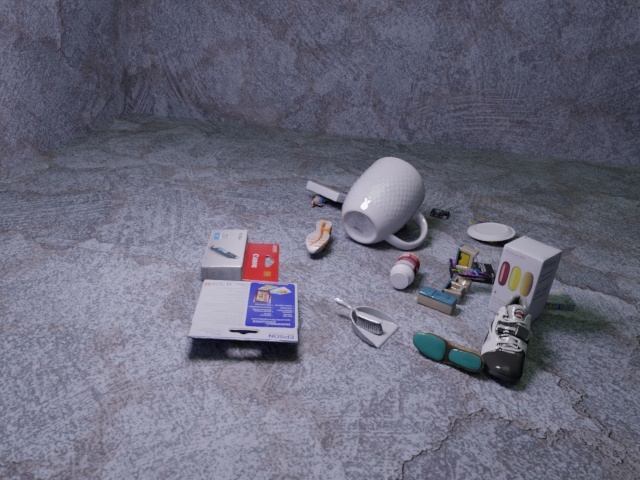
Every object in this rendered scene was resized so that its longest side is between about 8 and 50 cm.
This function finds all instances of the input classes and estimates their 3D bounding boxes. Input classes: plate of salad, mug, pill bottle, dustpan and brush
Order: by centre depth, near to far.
[{"bbox_3d":[0.121,0.231,1.540,0.211,0.060,0.147,20,30,29],"label":"dustpan and brush"},{"bbox_3d":[0.298,0.109,1.791,0.086,0.086,0.152,14,28,18],"label":"pill bottle"},{"bbox_3d":[0.277,-0.116,2.078,0.374,0.276,0.328,40,52,4],"label":"mug"},{"bbox_3d":[0.743,-0.030,2.197,0.200,0.048,0.200,-5,23,2],"label":"plate of salad"}]

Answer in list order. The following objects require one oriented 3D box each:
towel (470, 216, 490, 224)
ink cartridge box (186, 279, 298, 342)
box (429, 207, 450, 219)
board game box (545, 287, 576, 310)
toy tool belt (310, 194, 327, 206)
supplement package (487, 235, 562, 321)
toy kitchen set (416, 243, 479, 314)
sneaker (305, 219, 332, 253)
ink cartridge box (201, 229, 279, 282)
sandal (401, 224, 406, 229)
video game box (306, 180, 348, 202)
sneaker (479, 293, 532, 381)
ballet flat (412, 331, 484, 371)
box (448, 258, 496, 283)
[{"bbox_3d":[0.748,-0.091,2.362,0.083,0.009,0.060,-13,32,-33],"label":"towel"},{"bbox_3d":[-0.219,0.223,1.496,0.303,0.072,0.307,4,28,-5],"label":"ink cartridge box"},{"bbox_3d":[0.567,-0.127,2.396,0.083,0.018,0.067,15,28,20],"label":"box"},{"bbox_3d":[0.789,0.200,1.757,0.154,0.026,0.103,4,26,-1],"label":"board game box"},{"bbox_3d":[-0.005,-0.184,2.377,0.051,0.052,0.083,9,26,27],"label":"toy tool belt"},{"bbox_3d":[0.658,0.130,1.631,0.134,0.244,0.139,-18,34,-39],"label":"supplement package"},{"bbox_3d":[0.432,0.118,1.704,0.122,0.166,0.207,20,29,27],"label":"toy kitchen set"},{"bbox_3d":[0.000,0.000,1.973,0.084,0.083,0.215,12,32,14],"label":"sneaker"},{"bbox_3d":[-0.281,0.051,1.834,0.261,0.066,0.296,1,27,-5],"label":"ink cartridge box"},{"bbox_3d":[0.346,-0.115,2.284,0.090,0.060,0.219,5,26,-1],"label":"sandal"},{"bbox_3d":[0.064,-0.225,2.414,0.205,0.048,0.187,28,16,38],"label":"video game box"},{"bbox_3d":[0.542,0.264,1.456,0.122,0.146,0.330,15,29,16],"label":"sneaker"},{"bbox_3d":[0.361,0.315,1.426,0.206,0.073,0.067,22,4,26],"label":"ballet flat"},{"bbox_3d":[0.567,0.114,1.892,0.162,0.029,0.116,8,26,4],"label":"box"}]
